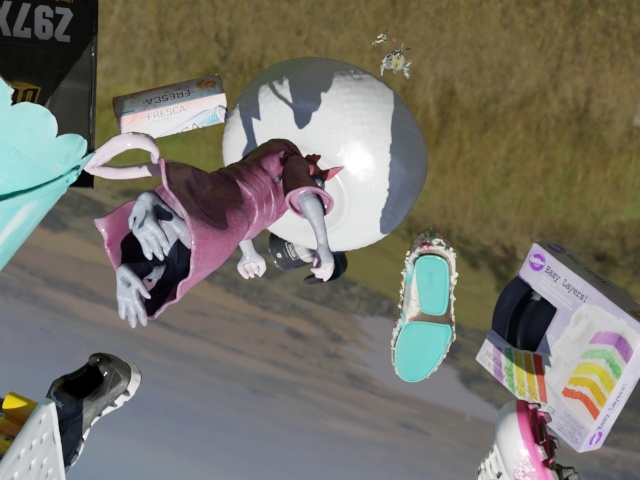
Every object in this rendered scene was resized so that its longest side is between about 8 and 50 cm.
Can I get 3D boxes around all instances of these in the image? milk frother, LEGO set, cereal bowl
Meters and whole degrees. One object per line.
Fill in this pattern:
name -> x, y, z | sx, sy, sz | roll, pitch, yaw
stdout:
milk frother -> 0.000, 0.000, 2.014 | 0.134, 0.143, 0.129 | -18, 118, 34
LEGO set -> 0.101, -0.263, 1.510 | 0.023, 0.054, 0.083 | 40, 154, 53
cereal bowl -> -0.009, -0.114, 1.696 | 0.339, 0.141, 0.339 | 12, 129, 16

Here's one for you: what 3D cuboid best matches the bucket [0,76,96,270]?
bucket -> -0.398, -0.091, 1.107 | 0.281, 0.183, 0.281 | 30, 172, 5

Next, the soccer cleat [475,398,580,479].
soccer cleat -> 0.262, 0.321, 1.442 | 0.143, 0.116, 0.331 | -14, 143, 16

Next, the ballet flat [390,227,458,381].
ballet flat -> 0.147, 0.087, 1.467 | 0.091, 0.077, 0.241 | 10, 126, 2

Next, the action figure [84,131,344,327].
action figure -> -0.122, -0.050, 1.360 | 0.248, 0.370, 0.276 | -15, 106, 47

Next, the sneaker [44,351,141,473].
sneaker -> -0.357, 0.244, 1.487 | 0.078, 0.234, 0.106 | 34, 167, 32

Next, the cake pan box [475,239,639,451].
cake pan box -> 0.395, 0.164, 1.728 | 0.070, 0.246, 0.267 | 2, -148, -42

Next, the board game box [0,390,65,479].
board game box -> -0.400, 0.401, 1.155 | 0.050, 0.390, 0.390 | 24, 145, 6

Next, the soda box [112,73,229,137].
soda box -> -0.247, -0.217, 1.764 | 0.183, 0.058, 0.063 | -14, 137, -6

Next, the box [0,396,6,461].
box -> -0.638, 0.430, 1.581 | 0.293, 0.395, 0.212 | -20, 146, 31

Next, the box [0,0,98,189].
box -> -0.444, -0.195, 1.334 | 0.322, 0.257, 0.079 | 1, -179, -31
